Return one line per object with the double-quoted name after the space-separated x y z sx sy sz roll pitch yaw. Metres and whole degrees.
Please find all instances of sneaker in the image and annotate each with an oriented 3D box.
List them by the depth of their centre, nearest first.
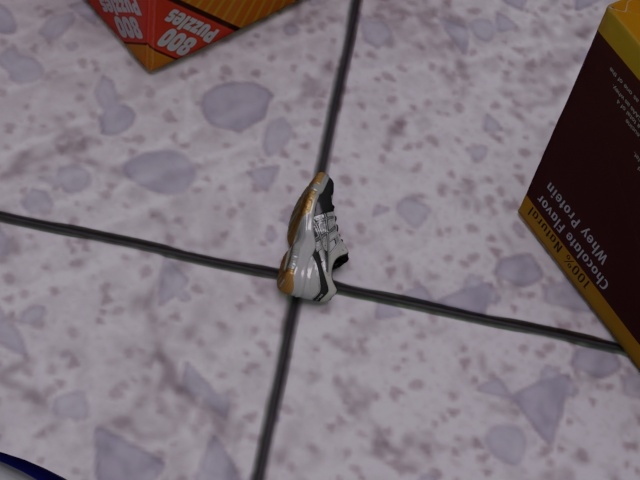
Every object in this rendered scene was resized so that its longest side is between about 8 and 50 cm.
0.000 0.000 0.901 0.037 0.032 0.083 20 60 -12 "sneaker"

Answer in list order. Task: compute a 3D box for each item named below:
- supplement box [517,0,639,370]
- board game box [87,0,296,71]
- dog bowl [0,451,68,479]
0.234 -0.022 0.850 0.129 0.194 0.191 -24 64 -22 "supplement box"
-0.054 -0.403 0.955 0.356 0.356 0.356 -31 66 -25 "board game box"
-0.171 0.207 0.594 0.264 0.104 0.265 0 83 2 "dog bowl"
